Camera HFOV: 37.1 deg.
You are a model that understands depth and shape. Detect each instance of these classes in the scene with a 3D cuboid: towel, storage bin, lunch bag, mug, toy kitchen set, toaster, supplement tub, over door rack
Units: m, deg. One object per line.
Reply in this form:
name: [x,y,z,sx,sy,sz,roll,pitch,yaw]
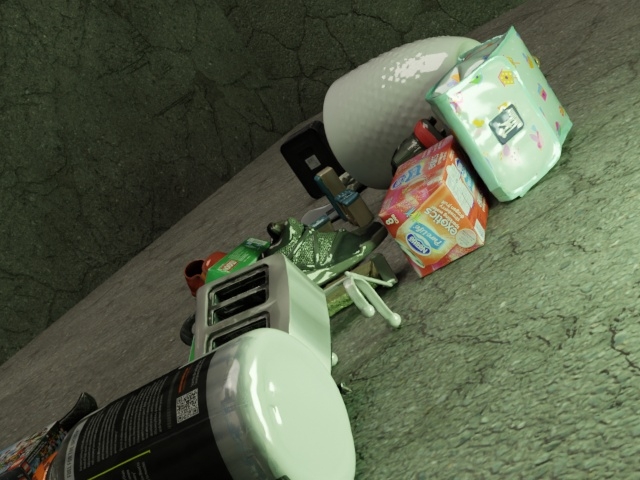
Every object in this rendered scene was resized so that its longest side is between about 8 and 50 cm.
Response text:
towel: [0.038,0.090,1.627,0.148,0.027,0.110,-31,13,9]
storage bin: [-0.011,-0.221,2.606,0.122,0.180,0.084,-29,14,22]
lunch bag: [0.300,-0.208,1.618,0.160,0.223,0.262,-25,16,36]
mug: [0.249,-0.284,2.044,0.374,0.276,0.328,-1,-14,-43]
toy kitchen set: [0.002,-0.062,2.088,0.166,0.122,0.207,-35,12,-4]
toaster: [-0.071,0.126,1.193,0.186,0.110,0.168,-23,46,21]
supplement tub: [-0.148,0.251,1.056,0.338,0.207,0.207,-28,13,24]
over door rack: [0.000,0.131,1.424,0.239,0.108,0.324,-31,-2,12]

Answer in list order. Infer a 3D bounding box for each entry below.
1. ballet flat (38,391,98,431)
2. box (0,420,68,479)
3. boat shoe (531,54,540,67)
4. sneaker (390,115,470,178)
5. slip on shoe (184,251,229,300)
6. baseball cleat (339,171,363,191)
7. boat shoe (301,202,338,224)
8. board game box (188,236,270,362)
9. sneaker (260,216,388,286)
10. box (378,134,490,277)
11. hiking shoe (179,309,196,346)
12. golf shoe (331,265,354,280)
ballet flat: [-0.546,0.378,1.999,0.173,0.049,0.057,-35,11,-2]
box: [-0.630,0.462,1.908,0.233,0.044,0.159,-30,12,22]
boat shoe: [0.359,-0.345,2.248,0.341,0.121,0.110,-35,11,-7]
sneaker: [0.202,-0.146,1.802,0.135,0.097,0.276,-44,-16,10]
slip on shoe: [-0.225,0.078,2.205,0.123,0.101,0.331,-39,14,-29]
baseball cleat: [0.096,-0.169,2.388,0.206,0.072,0.109,-34,5,-19]
boat shoe: [0.020,-0.064,2.251,0.142,0.049,0.040,-27,-5,26]
board game box: [-0.142,0.123,1.505,0.317,0.046,0.213,-52,-25,-80]
sneaker: [0.000,0.000,1.530,0.228,0.130,0.087,-29,-2,-22]
box: [0.192,-0.062,1.568,0.123,0.128,0.257,-29,13,21]
hiking shoe: [-0.182,0.145,1.915,0.227,0.086,0.114,-32,-3,-17]
golf shoe: [-0.007,0.058,1.789,0.176,0.069,0.086,-35,6,-11]
